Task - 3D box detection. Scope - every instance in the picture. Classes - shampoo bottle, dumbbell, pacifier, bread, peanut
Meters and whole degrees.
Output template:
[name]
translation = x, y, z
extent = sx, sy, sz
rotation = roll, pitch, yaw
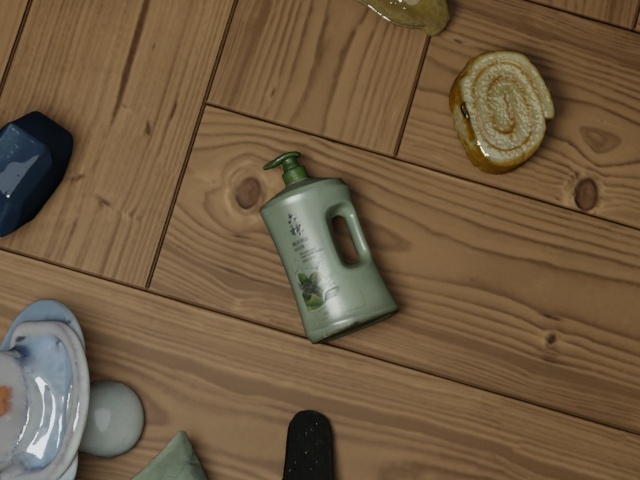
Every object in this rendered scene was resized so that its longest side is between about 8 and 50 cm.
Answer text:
[shampoo bottle]
translation = 0.000, 0.000, 1.949
extent = 0.118, 0.087, 0.234
rotation = -21, 82, -3
[dumbbell]
translation = -0.462, -0.148, 1.926
extent = 0.325, 0.160, 0.144
rotation = 36, 109, 3
[pacifier]
translation = -0.294, 0.211, 1.874
extent = 0.207, 0.227, 0.279
rotation = 15, 71, -42
[bread]
translation = 0.229, -0.164, 1.994
extent = 0.122, 0.073, 0.149
rotation = -18, 82, -7
[peanut]
translation = 0.089, -0.322, 2.016
extent = 0.174, 0.080, 0.080
rotation = 33, 81, 0

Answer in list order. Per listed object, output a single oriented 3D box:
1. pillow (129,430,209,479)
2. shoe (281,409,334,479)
[pillow]
translation = -0.202, 0.429, 1.851
extent = 0.312, 0.119, 0.310
rotation = -33, 79, -7
[shoe]
translation = -0.019, 0.296, 1.922
extent = 0.071, 0.049, 0.179
rotation = 10, 62, -13
